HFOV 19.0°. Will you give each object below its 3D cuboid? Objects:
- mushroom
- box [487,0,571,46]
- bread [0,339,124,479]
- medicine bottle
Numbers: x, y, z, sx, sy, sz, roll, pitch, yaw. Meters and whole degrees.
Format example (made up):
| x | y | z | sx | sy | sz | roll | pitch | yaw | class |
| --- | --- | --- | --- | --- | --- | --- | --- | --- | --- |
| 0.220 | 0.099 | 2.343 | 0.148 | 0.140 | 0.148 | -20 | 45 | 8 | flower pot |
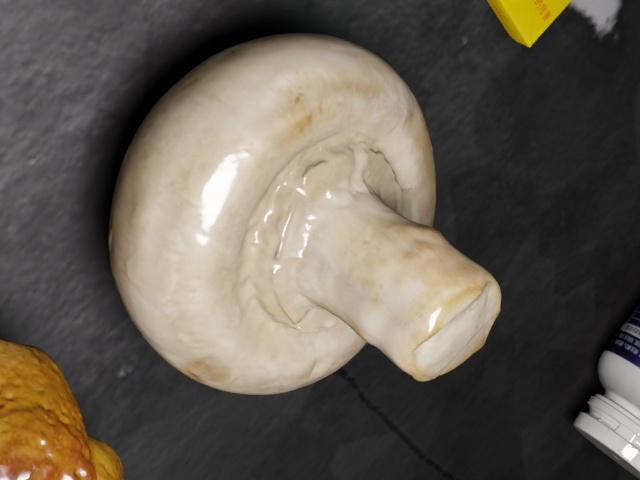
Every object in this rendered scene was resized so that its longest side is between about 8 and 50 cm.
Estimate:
| x | y | z | sx | sy | sz | roll | pitch | yaw | class |
| --- | --- | --- | --- | --- | --- | --- | --- | --- | --- |
| -0.017 | 0.002 | 1.047 | 0.206 | 0.209 | 0.206 | -11 | 138 | -10 | mushroom |
| 0.157 | -0.204 | 1.188 | 0.155 | 0.023 | 0.087 | -48 | 131 | -8 | box |
| -0.205 | 0.158 | 1.003 | 0.232 | 0.135 | 0.247 | -11 | 125 | -23 | bread |
| 0.269 | 0.080 | 1.374 | 0.191 | 0.107 | 0.107 | -53 | 134 | -4 | medicine bottle |
